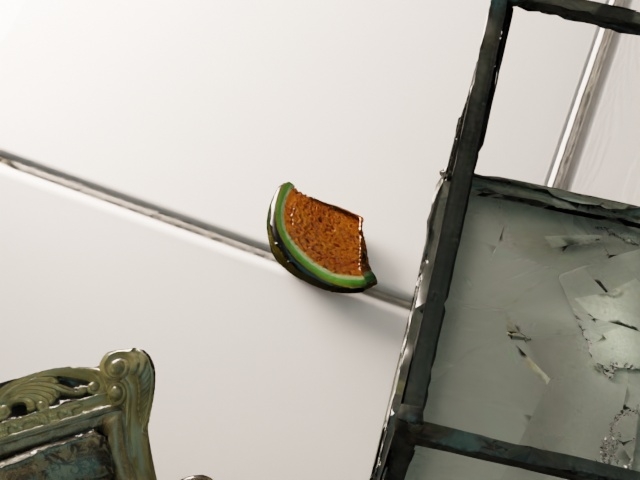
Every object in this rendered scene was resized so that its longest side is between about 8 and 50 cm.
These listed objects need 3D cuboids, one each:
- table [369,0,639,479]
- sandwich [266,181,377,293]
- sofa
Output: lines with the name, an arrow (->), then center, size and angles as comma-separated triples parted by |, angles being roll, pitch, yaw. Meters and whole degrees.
table -> 0.171, 0.047, 1.012 | 0.222, 0.272, 0.335 | 13, 61, 3
sandwich -> 0.001, 0.004, 1.163 | 0.101, 0.026, 0.069 | 25, 58, 5
sofa -> -0.185, 0.206, 0.937 | 0.258, 0.200, 0.182 | -15, 61, -14
